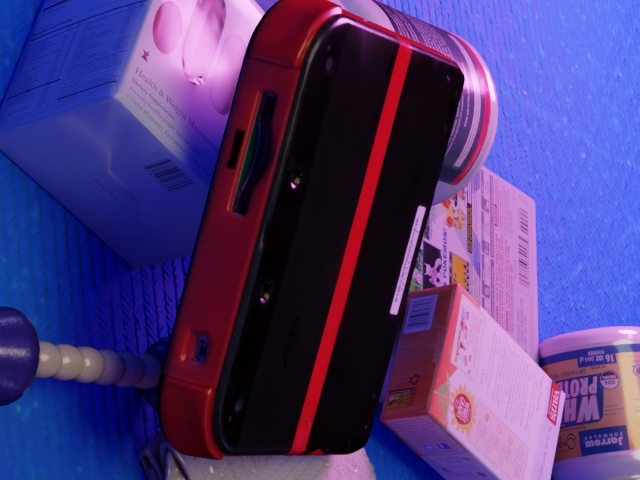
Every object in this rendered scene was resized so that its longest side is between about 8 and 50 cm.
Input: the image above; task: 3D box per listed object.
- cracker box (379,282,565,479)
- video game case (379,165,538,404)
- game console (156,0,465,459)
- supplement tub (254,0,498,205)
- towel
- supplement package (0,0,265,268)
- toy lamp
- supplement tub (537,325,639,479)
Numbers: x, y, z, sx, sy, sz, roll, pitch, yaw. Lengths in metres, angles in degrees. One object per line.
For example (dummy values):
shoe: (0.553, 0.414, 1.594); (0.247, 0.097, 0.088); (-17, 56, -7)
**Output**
cracker box: (0.163, 0.173, 1.892); (0.232, 0.067, 0.156); (44, 48, -37)
video game case: (0.153, 0.057, 2.014); (0.300, 0.036, 0.329); (29, 56, -48)
game console: (0.000, 0.000, 1.561); (0.342, 0.060, 0.387); (11, 95, -65)
supplement tub: (0.032, -0.140, 1.773); (0.272, 0.191, 0.191); (14, 66, -53)
towel: (-0.048, 0.204, 1.653); (0.282, 0.049, 0.187); (-42, 113, -54)
supplement package: (-0.140, -0.122, 1.553); (0.194, 0.149, 0.203); (45, 45, -37)
toy lamp: (-0.201, 0.099, 1.447); (0.274, 0.080, 0.080); (15, 65, -53)
supplement tub: (0.330, 0.208, 2.111); (0.144, 0.144, 0.200); (10, 69, -54)
